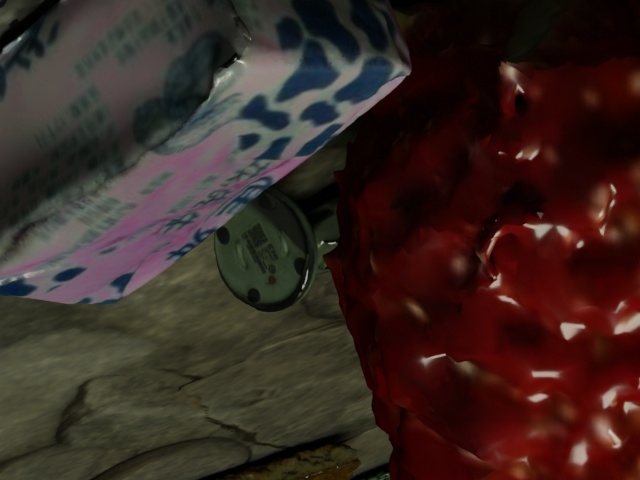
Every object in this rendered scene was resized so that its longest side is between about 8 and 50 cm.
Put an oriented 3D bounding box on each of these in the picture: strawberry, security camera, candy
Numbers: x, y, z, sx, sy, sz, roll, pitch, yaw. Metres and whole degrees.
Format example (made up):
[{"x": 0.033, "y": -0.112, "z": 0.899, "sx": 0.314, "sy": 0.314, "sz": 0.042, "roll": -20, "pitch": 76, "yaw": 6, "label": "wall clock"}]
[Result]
[{"x": 0.161, "y": 0.046, "z": 0.737, "sx": 0.292, "sy": 0.343, "sz": 0.292, "roll": -19, "pitch": 178, "yaw": -1, "label": "strawberry"}, {"x": 0.000, "y": 0.000, "z": 0.867, "sx": 0.058, "sy": 0.058, "sz": 0.092, "roll": -38, "pitch": 164, "yaw": 34, "label": "security camera"}, {"x": -0.056, "y": -0.044, "z": 0.653, "sx": 0.160, "sy": 0.073, "sz": 0.092, "roll": -36, "pitch": 155, "yaw": 30, "label": "candy"}]

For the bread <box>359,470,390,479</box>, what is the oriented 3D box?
[{"x": -0.007, "y": 0.233, "z": 1.408, "sx": 0.172, "sy": 0.064, "sz": 0.232, "roll": -5, "pitch": 151, "yaw": -40, "label": "bread"}]

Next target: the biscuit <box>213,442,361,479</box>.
[{"x": -0.089, "y": 0.187, "z": 1.259, "sx": 0.231, "sy": 0.025, "sz": 0.131, "roll": -17, "pitch": 160, "yaw": -19, "label": "biscuit"}]
